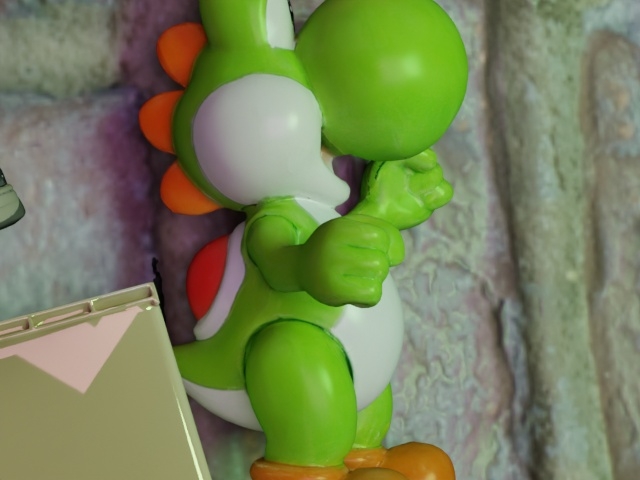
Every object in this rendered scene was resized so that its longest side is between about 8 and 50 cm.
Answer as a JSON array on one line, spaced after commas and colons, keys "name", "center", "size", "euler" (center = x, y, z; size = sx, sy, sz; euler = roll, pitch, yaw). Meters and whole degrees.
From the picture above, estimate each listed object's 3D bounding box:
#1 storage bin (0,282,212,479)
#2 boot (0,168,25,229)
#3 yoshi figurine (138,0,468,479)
[{"name": "storage bin", "center": [-0.182, 0.188, 1.083], "size": [0.260, 0.123, 0.262], "euler": [-15, 80, -16]}, {"name": "boot", "center": [-0.288, -0.062, 1.075], "size": [0.236, 0.085, 0.179], "euler": [-19, 91, -49]}, {"name": "yoshi figurine", "center": [0.024, -0.005, 1.155], "size": [0.203, 0.203, 0.362], "euler": [-10, 89, -33]}]
